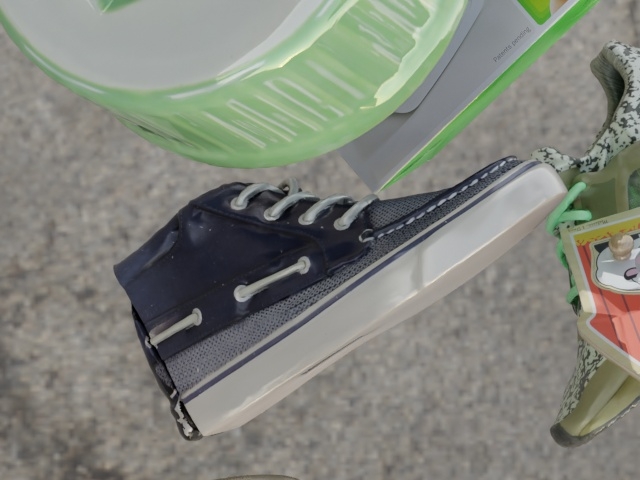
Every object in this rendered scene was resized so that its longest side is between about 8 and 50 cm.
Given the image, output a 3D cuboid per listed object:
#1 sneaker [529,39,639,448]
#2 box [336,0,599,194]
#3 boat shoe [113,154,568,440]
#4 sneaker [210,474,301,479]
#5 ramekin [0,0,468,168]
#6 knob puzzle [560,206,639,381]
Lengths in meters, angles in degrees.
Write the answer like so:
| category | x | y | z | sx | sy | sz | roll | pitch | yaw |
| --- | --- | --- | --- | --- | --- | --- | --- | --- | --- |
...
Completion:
| category | x | y | z | sx | sy | sz | roll | pitch | yaw |
| --- | --- | --- | --- | --- | --- | --- | --- | --- | --- |
| sneaker | 0.257 | -0.009 | 1.342 | 0.182 | 0.158 | 0.410 | 24 | 68 | -1 |
| box | 0.076 | -0.214 | 1.169 | 0.231 | 0.262 | 0.127 | 50 | 31 | 4 |
| boat shoe | 0.000 | 0.000 | 1.078 | 0.158 | 0.340 | 0.127 | 59 | 14 | 10 |
| sneaker | -0.090 | 0.197 | 0.893 | 0.066 | 0.188 | 0.071 | 63 | 14 | -56 |
| ramekin | -0.064 | -0.202 | 0.896 | 0.148 | 0.303 | 0.303 | 13 | 74 | -69 |
| knob puzzle | 0.282 | 0.036 | 1.081 | 0.213 | 0.213 | 0.030 | -63 | 151 | -31 |
